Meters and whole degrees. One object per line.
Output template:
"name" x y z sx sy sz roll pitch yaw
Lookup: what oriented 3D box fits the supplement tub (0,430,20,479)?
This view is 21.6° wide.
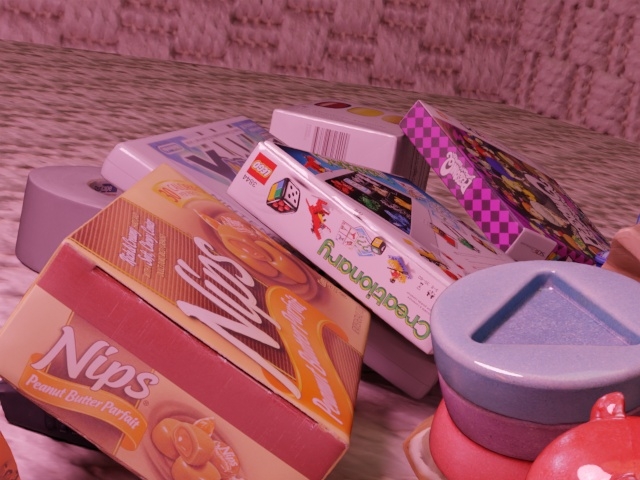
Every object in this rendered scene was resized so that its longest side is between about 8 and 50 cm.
"supplement tub" -0.268 0.075 0.588 0.316 0.194 0.193 17 12 32

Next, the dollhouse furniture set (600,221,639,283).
"dollhouse furniture set" 0.461 0.024 1.223 0.394 0.362 0.256 44 23 16

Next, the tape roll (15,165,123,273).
"tape roll" -0.152 -0.007 1.459 0.219 0.072 0.219 10 11 -2

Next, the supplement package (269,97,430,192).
"supplement package" 0.032 -0.073 1.822 0.139 0.134 0.244 14 11 12

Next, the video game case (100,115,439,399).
"video game case" 0.000 0.000 1.393 0.300 0.036 0.329 35 14 7

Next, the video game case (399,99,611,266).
"video game case" 0.207 -0.033 1.703 0.210 0.042 0.232 23 23 -40

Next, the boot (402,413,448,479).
"boot" 0.145 0.115 1.088 0.236 0.089 0.269 19 14 38

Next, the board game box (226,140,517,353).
"board game box" 0.072 0.011 1.295 0.193 0.053 0.305 38 11 20

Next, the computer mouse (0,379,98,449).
"computer mouse" -0.200 0.081 1.037 0.242 0.041 0.071 14 12 17

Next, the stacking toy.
"stacking toy" 0.197 0.094 0.832 0.279 0.130 0.309 -4 27 -6

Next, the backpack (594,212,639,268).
"backpack" 0.304 0.033 1.443 0.117 0.173 0.158 10 12 -8

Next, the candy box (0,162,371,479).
"candy box" -0.070 0.056 1.009 0.183 0.087 0.316 35 11 -3
